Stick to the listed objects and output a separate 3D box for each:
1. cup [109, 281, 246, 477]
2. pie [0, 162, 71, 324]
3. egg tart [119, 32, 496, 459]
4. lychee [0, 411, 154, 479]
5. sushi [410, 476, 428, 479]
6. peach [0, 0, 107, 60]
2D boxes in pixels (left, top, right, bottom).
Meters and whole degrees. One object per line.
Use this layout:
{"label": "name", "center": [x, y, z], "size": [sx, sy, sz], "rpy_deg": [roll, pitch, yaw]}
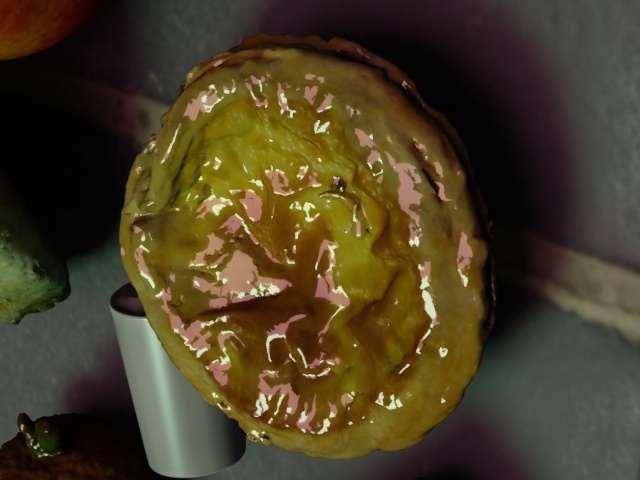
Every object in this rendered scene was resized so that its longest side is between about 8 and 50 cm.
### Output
{"label": "cup", "center": [-0.089, 0.074, 1.131], "size": [0.104, 0.074, 0.116], "rpy_deg": [26, 129, 56]}
{"label": "pie", "center": [-0.249, -0.067, 1.117], "size": [0.277, 0.078, 0.277], "rpy_deg": [46, 164, 18]}
{"label": "egg tart", "center": [0.000, 0.000, 1.005], "size": [0.241, 0.106, 0.241], "rpy_deg": [13, 114, 30]}
{"label": "lychee", "center": [-0.157, 0.165, 1.182], "size": [0.114, 0.114, 0.146], "rpy_deg": [5, 130, 36]}
{"label": "sushi", "center": [0.007, 0.228, 1.066], "size": [0.126, 0.136, 0.225], "rpy_deg": [53, 136, 13]}
{"label": "peach", "center": [-0.181, -0.202, 1.021], "size": [0.190, 0.190, 0.192], "rpy_deg": [45, 122, 16]}
